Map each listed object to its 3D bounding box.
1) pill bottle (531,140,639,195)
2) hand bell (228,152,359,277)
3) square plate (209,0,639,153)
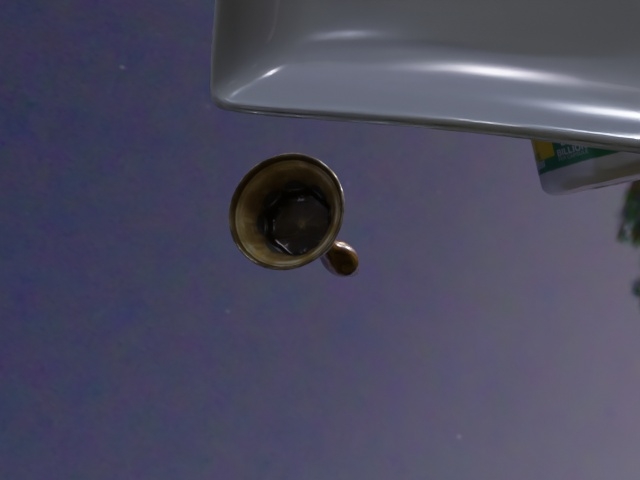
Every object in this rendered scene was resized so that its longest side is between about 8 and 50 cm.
[{"bbox_3d":[0.198,-0.145,0.912,0.117,0.117,0.208,-9,-94,-53],"label":"pill bottle"},{"bbox_3d":[0.000,0.000,1.385,0.126,0.126,0.242,-64,-23,-6],"label":"hand bell"},{"bbox_3d":[0.107,-0.236,0.751,0.049,0.344,0.347,-17,-67,-69],"label":"square plate"}]
